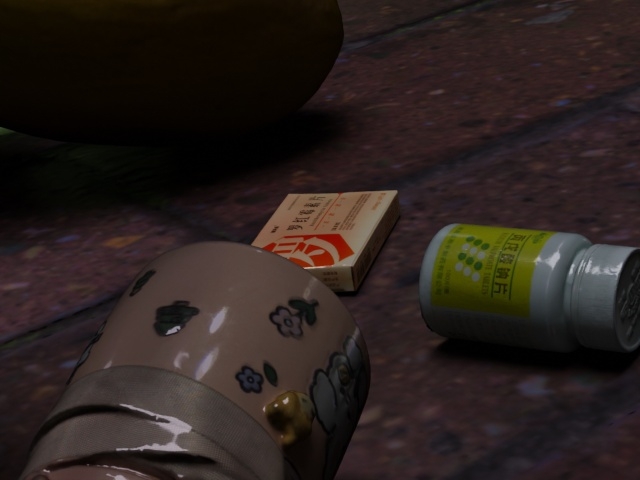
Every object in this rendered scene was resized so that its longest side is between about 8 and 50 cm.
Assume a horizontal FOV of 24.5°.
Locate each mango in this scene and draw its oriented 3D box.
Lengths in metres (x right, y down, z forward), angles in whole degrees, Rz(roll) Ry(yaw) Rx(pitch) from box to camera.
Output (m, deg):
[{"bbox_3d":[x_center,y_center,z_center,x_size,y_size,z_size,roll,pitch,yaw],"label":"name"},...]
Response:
[{"bbox_3d":[-0.147,-0.131,0.838,0.331,0.142,0.195,4,-19,-10],"label":"mango"}]

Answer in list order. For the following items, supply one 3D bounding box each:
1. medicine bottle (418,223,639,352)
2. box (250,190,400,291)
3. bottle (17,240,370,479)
[{"bbox_3d":[0.084,0.019,0.576,0.083,0.047,0.047,5,27,34],"label":"medicine bottle"},{"bbox_3d":[0.000,0.000,0.700,0.058,0.015,0.093,-1,23,17],"label":"box"},{"bbox_3d":[-0.044,0.077,0.443,0.098,0.099,0.152,-2,32,20],"label":"bottle"}]
